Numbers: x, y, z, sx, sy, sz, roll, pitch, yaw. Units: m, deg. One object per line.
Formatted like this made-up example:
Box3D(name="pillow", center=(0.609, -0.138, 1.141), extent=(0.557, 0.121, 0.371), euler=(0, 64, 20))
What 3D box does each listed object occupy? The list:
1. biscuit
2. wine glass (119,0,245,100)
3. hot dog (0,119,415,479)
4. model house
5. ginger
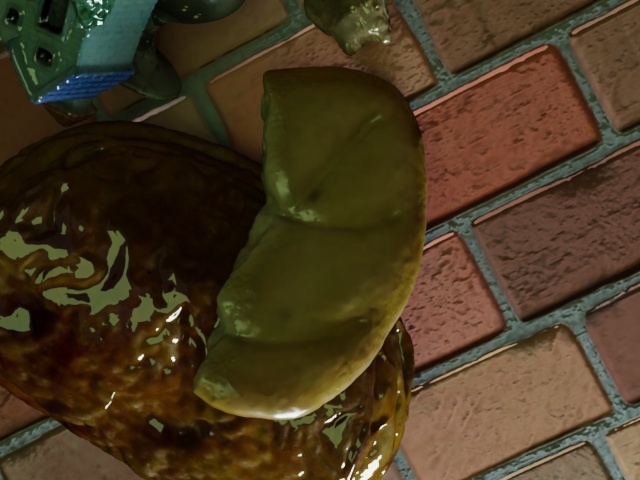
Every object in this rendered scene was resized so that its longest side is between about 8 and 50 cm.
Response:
Box3D(name="biscuit", center=(0.004, 0.003, 1.453), extent=(0.154, 0.045, 0.299), euler=(18, 66, -14))
Box3D(name="wine glass", center=(-0.089, -0.226, 1.476), extent=(0.103, 0.103, 0.231), euler=(40, 112, 3))
Box3D(name="hot dog", center=(-0.107, 0.070, 1.525), extent=(0.387, 0.174, 0.267), euler=(32, 110, -7))
Box3D(name="model house", center=(-0.201, -0.154, 1.426), extent=(0.148, 0.119, 0.148), euler=(27, 114, 21))
Box3D(name="ginger", center=(0.017, -0.230, 1.486), extent=(0.069, 0.051, 0.173), euler=(-2, 101, 26))
